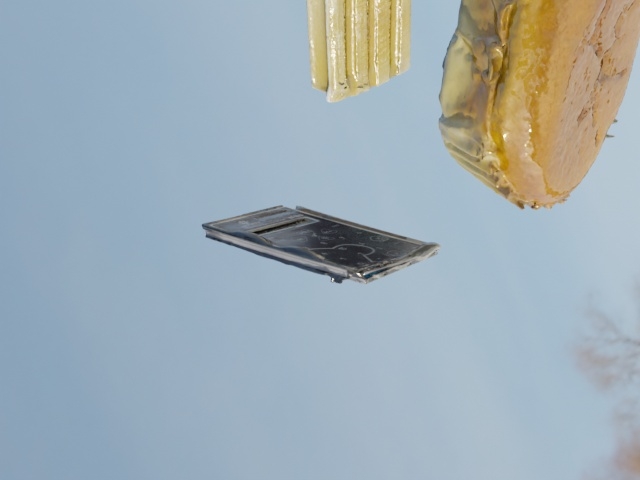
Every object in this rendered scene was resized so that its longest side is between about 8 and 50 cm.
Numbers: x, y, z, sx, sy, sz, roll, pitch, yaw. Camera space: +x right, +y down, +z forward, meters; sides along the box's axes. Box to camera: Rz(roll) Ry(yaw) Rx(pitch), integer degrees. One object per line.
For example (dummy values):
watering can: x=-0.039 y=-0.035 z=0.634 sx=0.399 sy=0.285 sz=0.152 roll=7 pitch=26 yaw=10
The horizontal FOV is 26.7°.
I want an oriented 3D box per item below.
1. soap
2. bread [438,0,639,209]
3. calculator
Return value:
soap: x=0.064 y=-0.367 z=2.165 sx=0.173 sy=0.274 sz=0.089 roll=-29 pitch=-129 yaw=-23
bread: x=0.257 y=-0.217 z=1.515 sx=0.236 sy=0.183 sz=0.389 roll=-22 pitch=-51 yaw=-31
calculator: x=0.000 y=-0.001 z=1.642 sx=0.165 sy=0.274 sz=0.028 roll=-18 pitch=-65 yaw=-44
